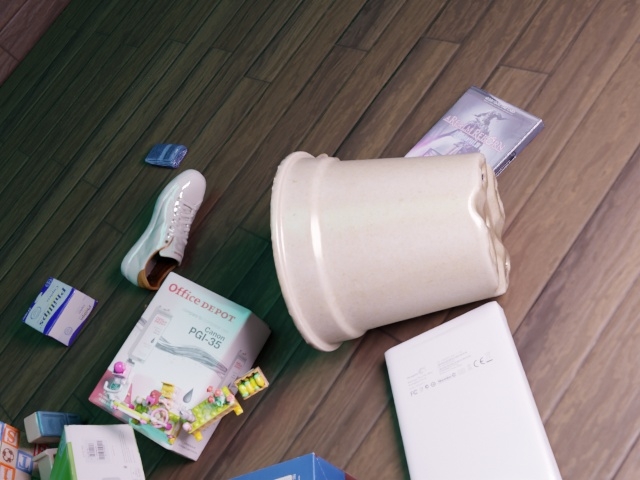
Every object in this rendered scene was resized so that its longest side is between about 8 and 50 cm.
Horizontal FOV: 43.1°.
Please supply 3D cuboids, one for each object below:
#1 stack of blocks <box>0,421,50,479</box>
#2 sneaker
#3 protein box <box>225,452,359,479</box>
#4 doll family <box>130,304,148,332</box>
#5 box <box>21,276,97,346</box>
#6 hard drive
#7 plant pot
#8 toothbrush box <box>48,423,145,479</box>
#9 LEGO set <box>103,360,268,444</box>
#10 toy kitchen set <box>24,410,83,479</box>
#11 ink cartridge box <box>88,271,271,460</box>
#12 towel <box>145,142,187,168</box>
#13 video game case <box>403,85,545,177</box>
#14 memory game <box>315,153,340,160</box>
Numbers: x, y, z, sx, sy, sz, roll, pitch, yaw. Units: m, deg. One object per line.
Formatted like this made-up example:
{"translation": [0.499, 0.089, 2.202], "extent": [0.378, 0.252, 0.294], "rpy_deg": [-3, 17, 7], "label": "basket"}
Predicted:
{"translation": [-0.675, 0.438, 1.585], "extent": [0.087, 0.297, 0.171], "rpy_deg": [-27, 46, 18], "label": "stack of blocks"}
{"translation": [-0.321, -0.016, 1.807], "extent": [0.123, 0.106, 0.290], "rpy_deg": [28, 88, 41], "label": "sneaker"}
{"translation": [-0.054, 0.450, 1.188], "extent": [0.201, 0.136, 0.199], "rpy_deg": [-24, 47, 23], "label": "protein box"}
{"translation": [-0.321, 0.198, 1.656], "extent": [0.111, 0.076, 0.193], "rpy_deg": [-44, 36, 10], "label": "doll family"}
{"translation": [-0.618, 0.167, 1.920], "extent": [0.137, 0.072, 0.126], "rpy_deg": [14, 69, 44], "label": "box"}
{"translation": [0.213, 0.257, 1.190], "extent": [0.203, 0.040, 0.307], "rpy_deg": [-28, 45, 20], "label": "hard drive"}
{"translation": [0.128, -0.007, 1.288], "extent": [0.306, 0.334, 0.333], "rpy_deg": [-10, 52, 21], "label": "plant pot"}
{"translation": [-0.388, 0.479, 1.359], "extent": [0.283, 0.122, 0.206], "rpy_deg": [-67, 33, 30], "label": "toothbrush box"}
{"translation": [-0.236, 0.264, 1.347], "extent": [0.287, 0.107, 0.132], "rpy_deg": [-2, 66, 15], "label": "LEGO set"}
{"translation": [-0.461, 0.416, 1.593], "extent": [0.166, 0.122, 0.207], "rpy_deg": [-30, 64, 18], "label": "toy kitchen set"}
{"translation": [-0.256, 0.227, 1.501], "extent": [0.207, 0.117, 0.283], "rpy_deg": [23, 74, 26], "label": "ink cartridge box"}
{"translation": [-0.393, -0.218, 2.065], "extent": [0.119, 0.029, 0.067], "rpy_deg": [10, 65, 44], "label": "towel"}
{"translation": [0.250, -0.151, 1.489], "extent": [0.274, 0.026, 0.196], "rpy_deg": [-47, 42, 1], "label": "video game case"}
{"translation": [-0.026, -0.104, 1.688], "extent": [0.186, 0.012, 0.186], "rpy_deg": [-22, 47, 25], "label": "memory game"}
